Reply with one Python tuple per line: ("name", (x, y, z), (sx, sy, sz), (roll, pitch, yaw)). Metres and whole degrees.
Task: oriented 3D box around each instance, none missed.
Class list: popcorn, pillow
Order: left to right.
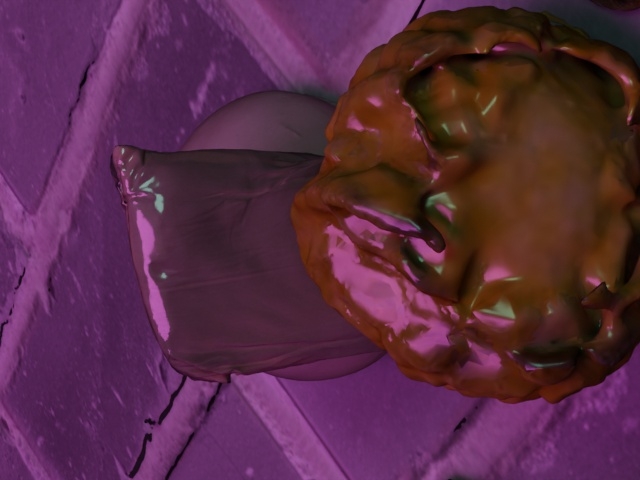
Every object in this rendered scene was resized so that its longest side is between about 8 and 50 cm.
("pillow", (0.000, 0.000, 1.153), (0.067, 0.270, 0.173), (-178, 78, -73))
("popcorn", (0.100, -0.022, 1.031), (0.250, 0.250, 0.190), (62, 180, 6))

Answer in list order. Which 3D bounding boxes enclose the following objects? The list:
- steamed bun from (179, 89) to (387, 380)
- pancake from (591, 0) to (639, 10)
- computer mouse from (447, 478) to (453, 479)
("steamed bun", (-0.038, 0.004, 1.285), (0.232, 0.145, 0.232), (30, 131, 41))
("pancake", (0.167, -0.188, 0.997), (0.116, 0.022, 0.129), (57, 159, -1))
("computer mouse", (0.155, 0.272, 1.264), (0.245, 0.056, 0.126), (30, 130, 43))
